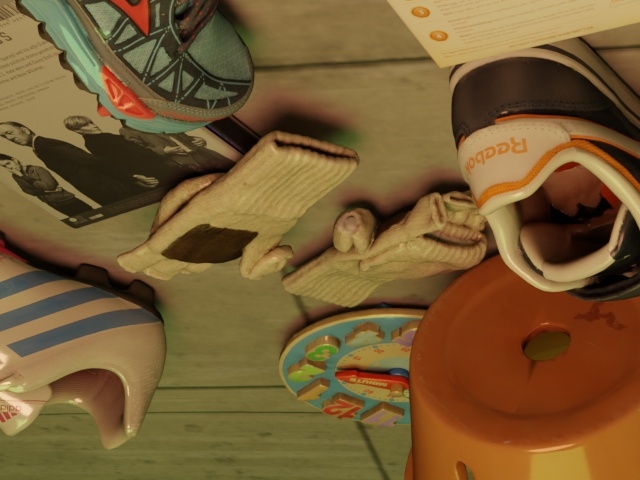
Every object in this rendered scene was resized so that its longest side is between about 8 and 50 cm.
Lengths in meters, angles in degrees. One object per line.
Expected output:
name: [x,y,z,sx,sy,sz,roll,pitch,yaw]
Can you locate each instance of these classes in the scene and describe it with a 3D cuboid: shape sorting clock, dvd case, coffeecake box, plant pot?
shape sorting clock: [0.067,0.113,1.417,0.206,0.040,0.206,4,152,2]
dvd case: [-0.179,-0.088,1.100,0.179,0.029,0.238,-15,145,33]
coffeecake box: [0.087,-0.177,0.848,0.142,0.068,0.185,-10,148,27]
plant pot: [0.184,0.137,1.226,0.291,0.291,0.203,-6,133,20]

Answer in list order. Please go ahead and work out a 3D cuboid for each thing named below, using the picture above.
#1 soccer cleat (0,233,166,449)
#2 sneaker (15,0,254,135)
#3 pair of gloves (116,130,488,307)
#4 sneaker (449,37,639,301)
soccer cleat: [-0.271,0.067,1.281,0.331,0.143,0.116,19,149,-23]
sneaker: [-0.094,-0.146,0.902,0.125,0.104,0.262,-13,147,26]
pair of gloves: [0.000,0.000,1.188,0.240,0.042,0.204,15,151,-38]
sneaker: [0.199,-0.014,1.075,0.321,0.127,0.126,26,144,-35]
